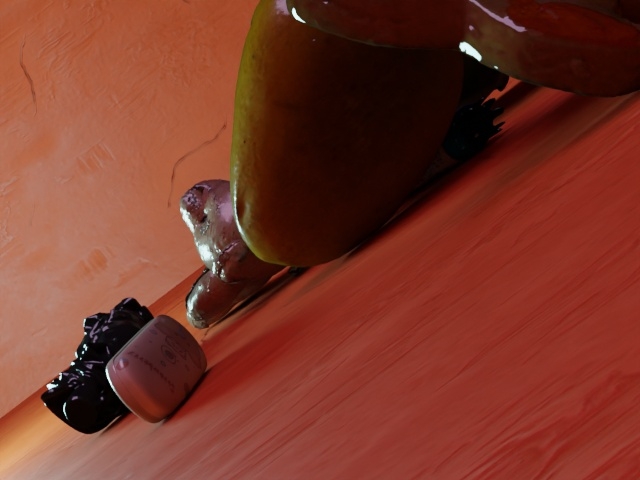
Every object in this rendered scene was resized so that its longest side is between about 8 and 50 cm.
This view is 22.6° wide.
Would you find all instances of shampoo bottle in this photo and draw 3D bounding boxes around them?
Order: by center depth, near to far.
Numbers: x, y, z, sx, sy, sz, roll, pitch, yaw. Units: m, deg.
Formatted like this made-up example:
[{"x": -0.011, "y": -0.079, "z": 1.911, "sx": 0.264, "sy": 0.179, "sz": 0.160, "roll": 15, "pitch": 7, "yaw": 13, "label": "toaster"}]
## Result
[{"x": 0.135, "y": -0.103, "z": 1.839, "sx": 0.183, "sy": 0.050, "sz": 0.087, "roll": -34, "pitch": 10, "yaw": 38, "label": "shampoo bottle"}]

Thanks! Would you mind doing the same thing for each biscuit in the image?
[{"x": 0.155, "y": -0.250, "z": 1.501, "sx": 0.394, "sy": 0.368, "sz": 0.076, "roll": -45, "pitch": -32, "yaw": -61, "label": "biscuit"}]

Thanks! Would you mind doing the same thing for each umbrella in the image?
[{"x": -0.250, "y": 0.152, "z": 1.910, "sx": 0.272, "sy": 0.122, "sz": 0.110, "roll": -68, "pitch": -12, "yaw": -74, "label": "umbrella"}]

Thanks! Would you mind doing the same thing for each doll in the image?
[{"x": -0.121, "y": 0.005, "z": 2.030, "sx": 0.201, "sy": 0.156, "sz": 0.303, "roll": -49, "pitch": 1, "yaw": -33, "label": "doll"}]

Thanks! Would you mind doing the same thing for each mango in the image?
[{"x": 0.019, "y": -0.142, "z": 1.735, "sx": 0.182, "sy": 0.253, "sz": 0.365, "roll": 20, "pitch": 88, "yaw": 64, "label": "mango"}]

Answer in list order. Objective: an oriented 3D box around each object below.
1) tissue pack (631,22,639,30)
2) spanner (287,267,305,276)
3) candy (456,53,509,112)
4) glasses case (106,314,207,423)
[{"x": 0.395, "y": -0.388, "z": 1.762, "sx": 0.198, "sy": 0.210, "sz": 0.370, "roll": -29, "pitch": 9, "yaw": 45, "label": "tissue pack"}, {"x": 0.000, "y": 0.000, "z": 2.058, "sx": 0.071, "sy": 0.017, "sz": 0.302, "roll": -36, "pitch": 5, "yaw": 10, "label": "spanner"}, {"x": 0.136, "y": -0.288, "z": 2.105, "sx": 0.386, "sy": 0.186, "sz": 0.427, "roll": -35, "pitch": -25, "yaw": -32, "label": "candy"}, {"x": -0.162, "y": 0.126, "z": 1.605, "sx": 0.051, "sy": 0.081, "sz": 0.204, "roll": -38, "pitch": 6, "yaw": 14, "label": "glasses case"}]
